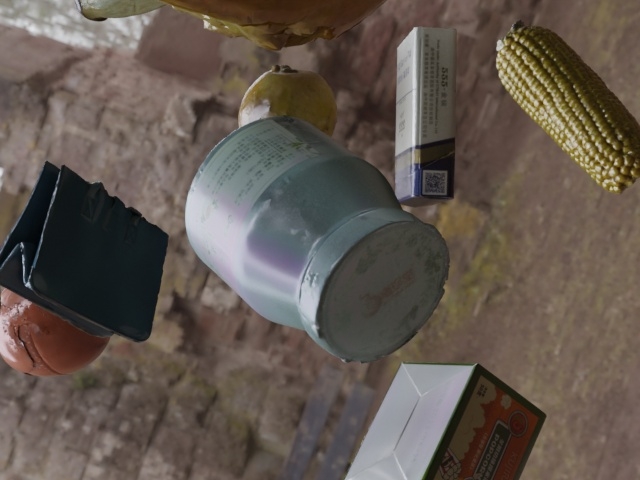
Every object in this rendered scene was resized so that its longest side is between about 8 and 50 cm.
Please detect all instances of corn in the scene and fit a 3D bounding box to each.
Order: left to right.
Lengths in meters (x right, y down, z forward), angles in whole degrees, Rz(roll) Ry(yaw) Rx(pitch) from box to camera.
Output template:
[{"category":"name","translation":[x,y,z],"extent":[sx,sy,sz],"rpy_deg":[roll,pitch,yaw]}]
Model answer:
[{"category":"corn","translation":[0.449,-0.236,1.911],"extent":[0.387,0.144,0.144],"rpy_deg":[56,147,26]}]

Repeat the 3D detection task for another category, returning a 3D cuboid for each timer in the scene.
[{"category":"timer","translation":[-0.550,0.166,2.204],"extent":[0.229,0.215,0.229],"rpy_deg":[-15,-90,-80]}]

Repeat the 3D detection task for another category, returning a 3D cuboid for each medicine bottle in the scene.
[{"category":"medicine bottle","translation":[0.000,0.000,1.366],"extent":[0.290,0.245,0.245],"rpy_deg":[36,113,45]}]

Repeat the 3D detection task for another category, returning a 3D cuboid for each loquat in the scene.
[{"category":"loquat","translation":[-0.055,-0.213,1.777],"extent":[0.172,0.149,0.204],"rpy_deg":[-37,46,41]}]

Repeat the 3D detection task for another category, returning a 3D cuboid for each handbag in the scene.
[{"category":"handbag","translation":[-0.245,0.019,1.160],"extent":[0.221,0.057,0.144],"rpy_deg":[43,-119,-57]}]

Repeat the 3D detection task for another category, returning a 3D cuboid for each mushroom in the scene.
[{"category":"mushroom","translation":[-0.260,-0.438,1.761],"extent":[0.107,0.333,0.087],"rpy_deg":[51,-148,-50]}]

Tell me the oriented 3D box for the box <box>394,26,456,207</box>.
[{"category":"box","translation":[0.159,-0.183,1.647],"extent":[0.168,0.071,0.259],"rpy_deg":[171,98,-84]}]

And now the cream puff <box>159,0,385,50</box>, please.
[{"category":"cream puff","translation":[-0.069,-0.306,0.850],"extent":[0.231,0.343,0.327],"rpy_deg":[-132,23,-71]}]

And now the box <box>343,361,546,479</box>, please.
[{"category":"box","translation":[0.165,0.278,1.418],"extent":[0.177,0.148,0.195],"rpy_deg":[-10,47,59]}]
